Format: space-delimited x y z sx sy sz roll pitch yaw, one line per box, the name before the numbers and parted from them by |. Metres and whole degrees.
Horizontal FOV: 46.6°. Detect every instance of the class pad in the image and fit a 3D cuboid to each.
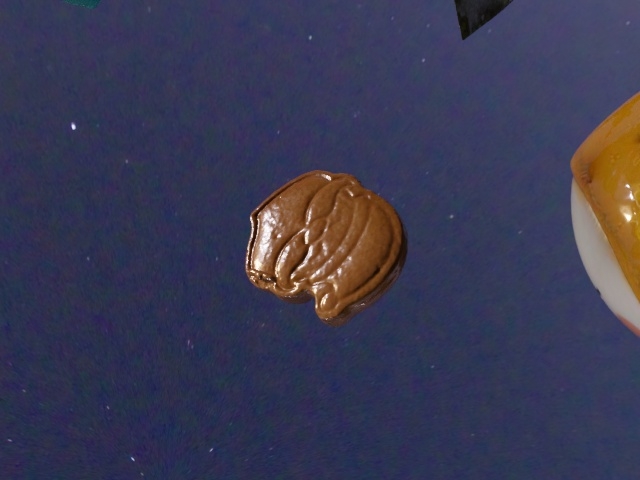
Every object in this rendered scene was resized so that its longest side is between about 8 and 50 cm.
pad | 0.218 -0.423 1.044 0.158 0.003 0.235 -41 -54 -33

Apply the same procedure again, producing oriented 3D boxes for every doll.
doll | 0.279 0.000 0.465 0.236 0.213 0.213 36 -118 -38

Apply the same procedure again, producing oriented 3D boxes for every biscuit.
biscuit | 0.000 0.000 0.504 0.130 0.019 0.102 31 -102 41

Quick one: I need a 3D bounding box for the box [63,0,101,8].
box | -0.236 -0.439 0.814 0.118 0.205 0.311 18 -109 -31
